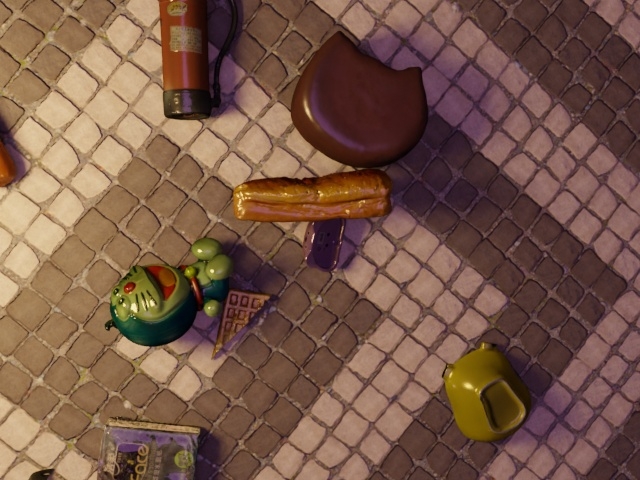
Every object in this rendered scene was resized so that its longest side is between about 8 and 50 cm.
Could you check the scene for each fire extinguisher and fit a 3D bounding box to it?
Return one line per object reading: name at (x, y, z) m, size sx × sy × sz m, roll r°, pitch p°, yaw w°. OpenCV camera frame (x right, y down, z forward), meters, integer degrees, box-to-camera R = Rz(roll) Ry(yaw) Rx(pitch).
fire extinguisher at (-0.304, -0.484, 1.462) m, size 0.200 × 0.113 × 0.375 m, roll -8°, pitch 97°, yaw -50°

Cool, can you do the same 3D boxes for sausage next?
sausage at (-0.796, -0.235, 1.395) m, size 0.098 × 0.098 × 0.238 m, roll -27°, pitch 97°, yaw -6°

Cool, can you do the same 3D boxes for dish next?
dish at (0.458, 0.418, 1.601) m, size 0.221 × 0.108 × 0.262 m, roll -28°, pitch 97°, yaw -7°

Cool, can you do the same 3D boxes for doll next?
doll at (-0.353, 0.136, 1.430) m, size 0.322 × 0.198 × 0.186 m, roll -21°, pitch 134°, yaw -17°

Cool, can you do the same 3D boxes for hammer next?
hammer at (-0.578, 0.635, 1.472) m, size 0.288 × 0.111 × 0.033 m, roll 31°, pitch 91°, yaw -17°

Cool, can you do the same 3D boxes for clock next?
clock at (0.000, 0.000, 1.513) m, size 0.110 × 0.050 × 0.152 m, roll 4°, pitch 102°, yaw -41°

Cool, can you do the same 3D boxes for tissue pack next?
tissue pack at (-0.423, 0.539, 1.495) m, size 0.236 × 0.073 × 0.173 m, roll 10°, pitch 90°, yaw -9°

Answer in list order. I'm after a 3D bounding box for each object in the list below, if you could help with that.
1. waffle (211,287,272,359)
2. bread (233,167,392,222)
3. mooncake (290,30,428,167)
waffle at (-0.200, 0.222, 1.537) m, size 0.125 × 0.032 × 0.190 m, roll 10°, pitch 93°, yaw -11°
bread at (-0.017, -0.111, 1.451) m, size 0.381 × 0.185 × 0.109 m, roll -3°, pitch 107°, yaw 3°
mooncake at (0.089, -0.339, 1.478) m, size 0.326 × 0.174 × 0.333 m, roll -11°, pitch 91°, yaw -11°
